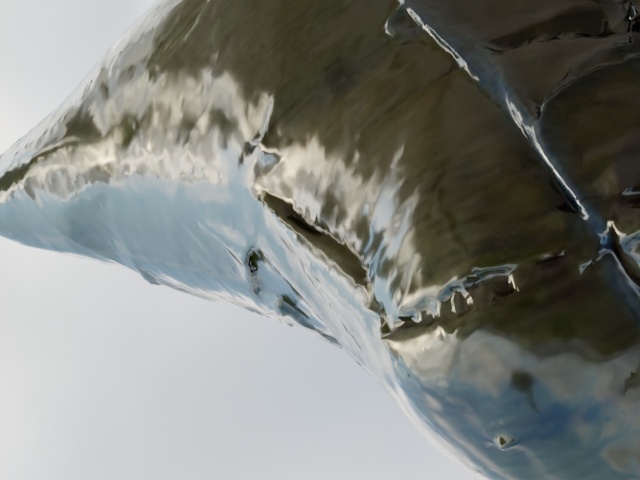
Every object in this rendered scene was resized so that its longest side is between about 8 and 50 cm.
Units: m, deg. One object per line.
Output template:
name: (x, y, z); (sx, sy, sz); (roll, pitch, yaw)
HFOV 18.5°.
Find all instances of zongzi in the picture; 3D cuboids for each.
zongzi: (0.000, 0.000, 0.730); (0.393, 0.174, 0.356); (-27, -148, 18)
